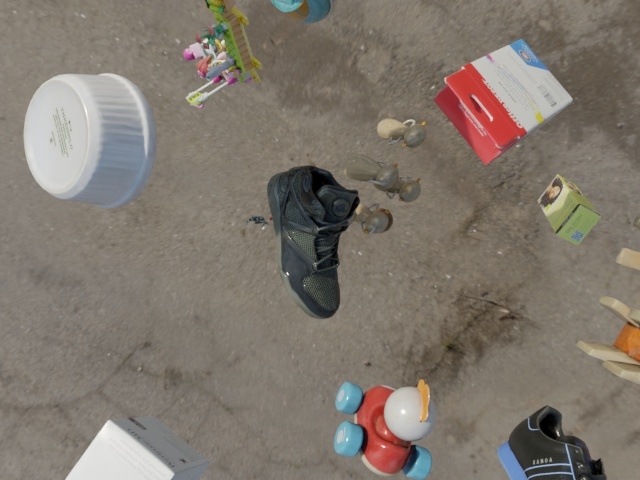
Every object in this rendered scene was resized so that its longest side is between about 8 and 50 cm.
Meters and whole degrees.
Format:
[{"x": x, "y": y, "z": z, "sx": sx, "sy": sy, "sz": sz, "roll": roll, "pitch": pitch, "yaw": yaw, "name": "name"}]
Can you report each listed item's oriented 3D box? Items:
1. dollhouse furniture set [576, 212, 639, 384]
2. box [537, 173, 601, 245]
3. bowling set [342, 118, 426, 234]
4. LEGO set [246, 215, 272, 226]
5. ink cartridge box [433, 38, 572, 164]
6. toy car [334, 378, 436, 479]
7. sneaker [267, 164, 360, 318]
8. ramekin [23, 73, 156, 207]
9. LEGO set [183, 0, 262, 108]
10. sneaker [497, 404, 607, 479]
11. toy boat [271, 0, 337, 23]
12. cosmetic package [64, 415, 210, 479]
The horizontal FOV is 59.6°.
[{"x": 0.378, "y": 0.030, "z": 0.480, "sx": 0.135, "sy": 0.259, "sz": 0.261, "roll": 25, "pitch": 95, "yaw": 4, "name": "dollhouse furniture set"}, {"x": 0.578, "y": -0.076, "z": 1.313, "sx": 0.058, "sy": 0.232, "sz": 0.087, "roll": 28, "pitch": 114, "yaw": -3, "name": "box"}, {"x": 0.128, "y": -0.090, "z": 1.110, "sx": 0.287, "sy": 0.154, "sz": 0.200, "roll": -47, "pitch": 125, "yaw": -8, "name": "bowling set"}, {"x": -0.135, "y": -0.051, "z": 1.323, "sx": 0.083, "sy": 0.054, "sz": 0.023, "roll": -16, "pitch": 121, "yaw": -30, "name": "LEGO set"}, {"x": 0.271, "y": -0.209, "z": 0.858, "sx": 0.231, "sy": 0.078, "sz": 0.134, "roll": -32, "pitch": 82, "yaw": -35, "name": "ink cartridge box"}, {"x": 0.181, "y": 0.381, "z": 1.244, "sx": 0.219, "sy": 0.210, "sz": 0.238, "roll": 25, "pitch": 125, "yaw": -14, "name": "toy car"}, {"x": 0.000, "y": 0.000, "z": 0.797, "sx": 0.087, "sy": 0.130, "sz": 0.227, "roll": -8, "pitch": 86, "yaw": -39, "name": "sneaker"}, {"x": -0.456, "y": -0.195, "z": 1.082, "sx": 0.273, "sy": 0.127, "sz": 0.272, "roll": 3, "pitch": 95, "yaw": 34, "name": "ramekin"}, {"x": -0.169, "y": -0.278, "z": 0.850, "sx": 0.107, "sy": 0.287, "sz": 0.132, "roll": -36, "pitch": 96, "yaw": -12, "name": "LEGO set"}, {"x": 0.279, "y": 0.280, "z": 0.612, "sx": 0.081, "sy": 0.232, "sz": 0.090, "roll": 29, "pitch": 105, "yaw": -22, "name": "sneaker"}, {"x": -0.113, "y": -0.574, "z": 1.226, "sx": 0.318, "sy": 0.267, "sz": 0.148, "roll": 27, "pitch": 84, "yaw": 33, "name": "toy boat"}, {"x": -0.318, "y": 0.414, "z": 0.972, "sx": 0.151, "sy": 0.183, "sz": 0.151, "roll": 32, "pitch": 81, "yaw": 14, "name": "cosmetic package"}]
